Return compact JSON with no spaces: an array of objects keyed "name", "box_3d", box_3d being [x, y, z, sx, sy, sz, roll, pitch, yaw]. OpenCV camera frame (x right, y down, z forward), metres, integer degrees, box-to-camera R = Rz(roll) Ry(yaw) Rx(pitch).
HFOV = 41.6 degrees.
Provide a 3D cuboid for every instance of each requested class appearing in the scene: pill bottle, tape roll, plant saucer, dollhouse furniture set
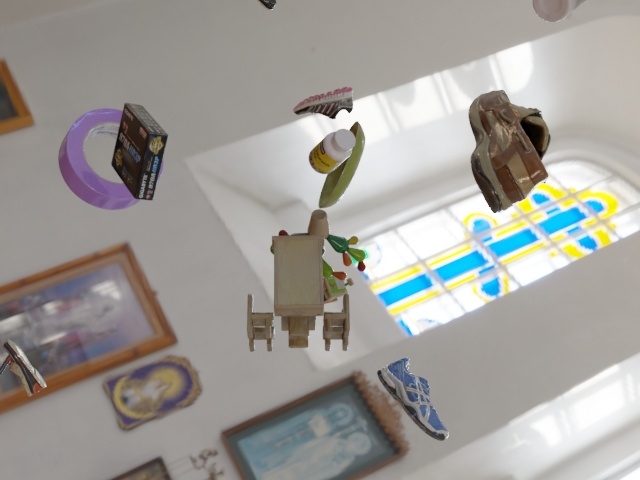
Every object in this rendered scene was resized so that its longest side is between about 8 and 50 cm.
[{"name":"pill bottle","box_3d":[0.026,-0.187,1.749,0.116,0.065,0.065,-37,-104,57]},{"name":"tape roll","box_3d":[-0.583,-0.227,2.351,0.090,0.275,0.275,-33,-100,53]},{"name":"plant saucer","box_3d":[0.060,-0.185,2.131,0.241,0.037,0.241,-157,-90,-80]},{"name":"dollhouse furniture set","box_3d":[-0.046,0.117,1.759,0.242,0.212,0.161,94,-5,-61]},{"name":"pill bottle","box_3d":[0.471,-0.478,1.618,0.078,0.137,0.078,25,-45,28]}]

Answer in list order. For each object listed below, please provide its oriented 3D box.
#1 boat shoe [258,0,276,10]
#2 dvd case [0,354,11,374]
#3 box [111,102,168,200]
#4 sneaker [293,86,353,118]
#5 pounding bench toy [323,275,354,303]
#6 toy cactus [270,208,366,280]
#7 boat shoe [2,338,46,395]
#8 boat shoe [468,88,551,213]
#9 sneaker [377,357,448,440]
[{"name":"boat shoe","box_3d":[-0.123,-0.529,1.694,0.042,0.049,0.133,-24,-88,35]},{"name":"dvd case","box_3d":[-0.771,0.316,2.019,0.013,0.119,0.087,35,-61,-15]},{"name":"box","box_3d":[-0.452,-0.223,2.092,0.220,0.051,0.175,46,-56,49]},{"name":"sneaker","box_3d":[0.013,-0.353,2.249,0.063,0.170,0.075,-80,153,-65]},{"name":"pounding bench toy","box_3d":[0.036,0.120,2.083,0.065,0.083,0.052,-42,-116,53]},{"name":"toy cactus","box_3d":[0.000,0.000,1.887,0.219,0.112,0.180,13,-43,9]},{"name":"boat shoe","box_3d":[-0.637,0.271,1.788,0.137,0.043,0.049,63,-9,-25]},{"name":"boat shoe","box_3d":[0.323,-0.161,1.393,0.122,0.120,0.324,54,26,-26]},{"name":"sneaker","box_3d":[0.218,0.352,1.876,0.211,0.081,0.080,50,-11,19]}]
